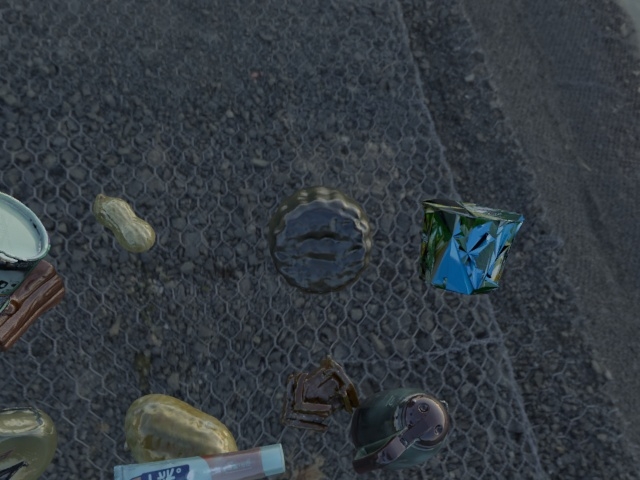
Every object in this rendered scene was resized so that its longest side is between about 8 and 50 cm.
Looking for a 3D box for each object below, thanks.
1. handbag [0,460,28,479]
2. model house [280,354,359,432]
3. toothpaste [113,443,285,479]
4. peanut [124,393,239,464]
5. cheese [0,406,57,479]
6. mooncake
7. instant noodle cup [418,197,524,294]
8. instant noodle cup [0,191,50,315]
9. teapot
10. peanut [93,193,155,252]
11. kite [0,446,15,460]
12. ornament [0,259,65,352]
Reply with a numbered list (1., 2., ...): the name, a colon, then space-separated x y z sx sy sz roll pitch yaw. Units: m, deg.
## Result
1. handbag: -0.495 0.329 0.597 0.269 0.326 0.118 -30 76 19
2. model house: -0.018 0.478 1.680 0.229 0.199 0.219 -36 92 -13
3. toothpaste: -0.146 0.282 0.684 0.205 0.036 0.056 -10 61 -3
4. peanut: -0.231 0.341 0.946 0.224 0.129 0.129 20 61 16
5. cheese: -0.711 0.497 1.320 0.175 0.091 0.202 14 96 -45
6. mooncake: 0.000 0.000 1.535 0.290 0.290 0.161 8 22 -6
7. instant noodle cup: 0.327 0.012 1.291 0.240 0.240 0.178 6 102 -7
8. instant noodle cup: -0.723 0.022 1.216 0.190 0.251 0.251 -38 72 14
9. teapot: 0.218 0.556 1.631 0.315 0.312 0.233 -32 80 -29
10. peanut: -0.437 -0.039 1.251 0.187 0.082 0.082 41 64 15
11. kite: -0.581 0.409 0.973 0.005 0.152 0.137 40 63 13
12. ornament: -0.804 0.155 1.451 0.221 0.235 0.217 -5 42 36
